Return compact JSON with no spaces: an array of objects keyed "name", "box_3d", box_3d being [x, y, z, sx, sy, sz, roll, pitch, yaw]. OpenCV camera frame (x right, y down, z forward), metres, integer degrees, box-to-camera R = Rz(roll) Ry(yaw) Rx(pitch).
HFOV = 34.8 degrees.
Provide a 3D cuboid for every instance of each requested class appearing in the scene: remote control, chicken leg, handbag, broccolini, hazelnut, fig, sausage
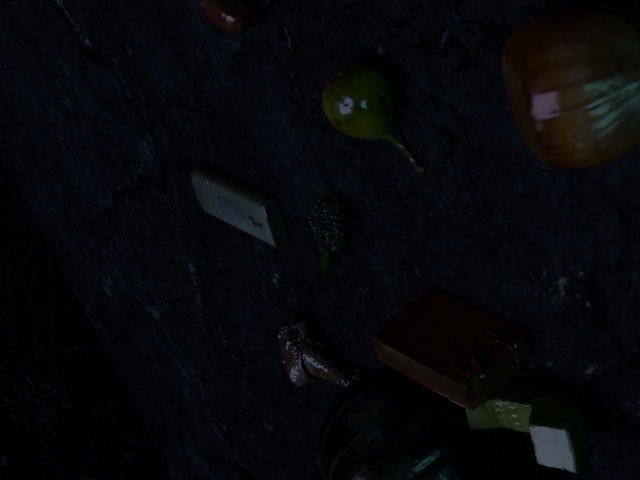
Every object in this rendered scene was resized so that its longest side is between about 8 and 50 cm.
[{"name":"remote control","box_3d":[-0.146,-0.062,1.803,0.233,0.038,0.098,26,142,45]},{"name":"chicken leg","box_3d":[-0.009,0.221,1.862,0.196,0.080,0.125,45,140,20]},{"name":"handbag","box_3d":[0.177,0.142,1.375,0.190,0.127,0.063,26,143,48]},{"name":"broccolini","box_3d":[0.018,-0.007,1.587,0.091,0.068,0.202,61,173,19]},{"name":"hazelnut","box_3d":[0.243,-0.143,0.930,0.150,0.150,0.150,41,151,28]},{"name":"fig","box_3d":[0.059,-0.143,1.285,0.093,0.093,0.166,18,137,53]},{"name":"sausage","box_3d":[-0.132,-0.329,1.429,0.094,0.059,0.054,43,174,21]}]

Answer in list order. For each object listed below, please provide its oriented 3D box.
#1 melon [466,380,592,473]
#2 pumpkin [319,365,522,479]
[{"name":"melon","box_3d":[0.270,0.232,1.338,0.209,0.118,0.064,9,115,43]},{"name":"pumpkin","box_3d":[0.140,0.334,1.475,0.323,0.241,0.323,49,-169,-12]}]
